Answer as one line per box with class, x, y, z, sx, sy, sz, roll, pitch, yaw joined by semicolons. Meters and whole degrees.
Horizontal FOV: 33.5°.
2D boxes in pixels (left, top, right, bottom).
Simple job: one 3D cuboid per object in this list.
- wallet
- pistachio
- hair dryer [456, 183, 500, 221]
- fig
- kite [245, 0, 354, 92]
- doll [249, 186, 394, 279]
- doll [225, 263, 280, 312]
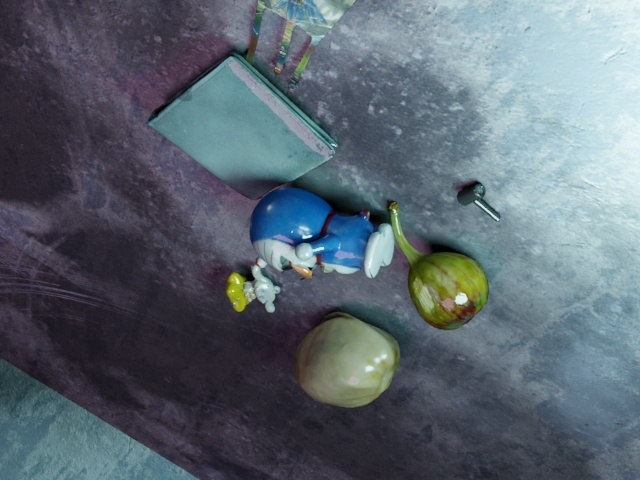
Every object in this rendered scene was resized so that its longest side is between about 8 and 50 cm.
wallet;-0.143;-0.188;1.864;0.251;0.054;0.290;38;146;-20
pistachio;0.047;0.246;2.207;0.288;0.166;0.197;-9;106;51
hair dryer;0.267;-0.057;1.743;0.083;0.026;0.047;40;147;-19
fig;0.187;0.044;1.864;0.245;0.149;0.149;49;147;4
kite;-0.054;-0.347;1.631;0.169;0.015;0.310;34;147;-2
doll;0.000;0.000;1.887;0.257;0.161;0.215;17;-171;19
doll;-0.138;0.109;2.272;0.113;0.071;0.135;-22;128;31
